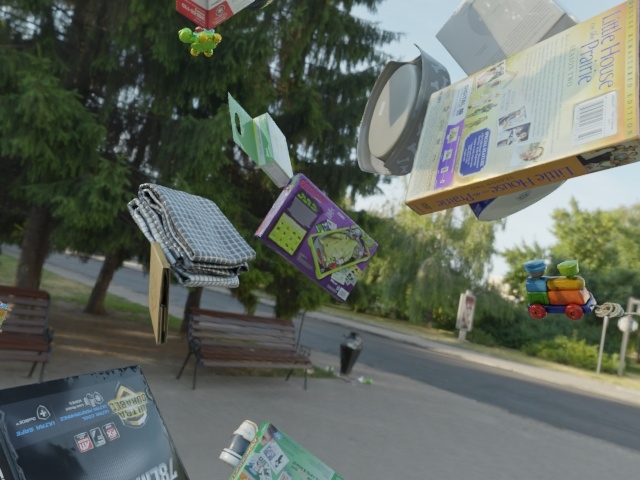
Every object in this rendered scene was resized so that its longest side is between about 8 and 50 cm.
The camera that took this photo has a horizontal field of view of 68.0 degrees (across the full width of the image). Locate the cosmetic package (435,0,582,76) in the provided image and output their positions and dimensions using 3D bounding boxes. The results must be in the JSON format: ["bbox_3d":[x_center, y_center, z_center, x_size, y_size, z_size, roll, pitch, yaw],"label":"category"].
[{"bbox_3d":[0.433,-0.478,1.096,0.138,0.225,0.224,-2,-34,-41],"label":"cosmetic package"}]

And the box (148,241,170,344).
[{"bbox_3d":[-0.348,0.105,1.020,0.021,0.164,0.201,1,14,-24],"label":"box"}]

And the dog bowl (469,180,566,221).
[{"bbox_3d":[0.508,-0.158,1.240,0.264,0.104,0.265,-20,-20,-8],"label":"dog bowl"}]

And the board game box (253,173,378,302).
[{"bbox_3d":[0.000,0.000,1.325,0.347,0.208,0.056,41,-12,-31],"label":"board game box"}]

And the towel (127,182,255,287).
[{"bbox_3d":[-0.318,-0.014,1.206,0.284,0.121,0.235,48,14,23],"label":"towel"}]

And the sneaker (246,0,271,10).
[{"bbox_3d":[-0.144,-0.752,1.275,0.111,0.121,0.300,36,-46,-7],"label":"sneaker"}]

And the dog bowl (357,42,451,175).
[{"bbox_3d":[0.217,-0.332,1.262,0.102,0.349,0.349,15,-6,-18],"label":"dog bowl"}]

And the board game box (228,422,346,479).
[{"bbox_3d":[-0.050,0.567,0.996,0.317,0.213,0.046,41,-31,-10],"label":"board game box"}]

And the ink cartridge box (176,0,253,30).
[{"bbox_3d":[-0.249,-0.688,1.143,0.114,0.197,0.273,35,-29,9],"label":"ink cartridge box"}]

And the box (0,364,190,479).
[{"bbox_3d":[-0.278,0.318,0.605,0.073,0.293,0.295,-33,-15,5],"label":"box"}]

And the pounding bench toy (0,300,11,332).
[{"bbox_3d":[-0.777,0.168,1.108,0.083,0.065,0.052,14,-11,31],"label":"pounding bench toy"}]

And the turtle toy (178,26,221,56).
[{"bbox_3d":[-0.381,-0.635,1.496,0.130,0.066,0.095,-15,-10,-41],"label":"turtle toy"}]

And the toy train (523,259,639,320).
[{"bbox_3d":[0.633,0.114,1.175,0.248,0.143,0.105,-8,15,47],"label":"toy train"}]

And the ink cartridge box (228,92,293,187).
[{"bbox_3d":[-0.154,-0.269,1.260,0.056,0.171,0.235,-20,-30,14],"label":"ink cartridge box"}]

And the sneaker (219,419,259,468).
[{"bbox_3d":[-0.144,0.619,1.325,0.126,0.127,0.321,4,-40,35],"label":"sneaker"}]

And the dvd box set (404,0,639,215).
[{"bbox_3d":[0.362,-0.225,0.876,0.062,0.308,0.420,33,-30,-31],"label":"dvd box set"}]
